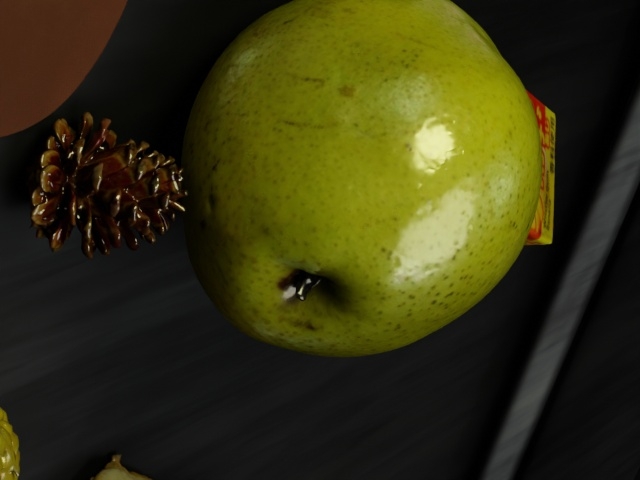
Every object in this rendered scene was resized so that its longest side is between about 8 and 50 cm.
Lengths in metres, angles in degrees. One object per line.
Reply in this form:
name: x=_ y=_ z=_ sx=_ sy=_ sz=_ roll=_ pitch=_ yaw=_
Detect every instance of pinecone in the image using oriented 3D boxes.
pinecone: x=-0.150 y=-0.038 z=1.048 sx=0.109 sy=0.102 sz=0.102 roll=2 pitch=129 yaw=-17

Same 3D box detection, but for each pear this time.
pear: x=0.026 y=-0.047 z=1.120 sx=0.294 sy=0.294 sz=0.294 roll=-38 pitch=150 yaw=-27

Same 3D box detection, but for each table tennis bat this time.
table tennis bat: x=-0.162 y=-0.180 z=0.942 sx=0.154 sy=0.021 sz=0.274 roll=2 pitch=123 yaw=-58

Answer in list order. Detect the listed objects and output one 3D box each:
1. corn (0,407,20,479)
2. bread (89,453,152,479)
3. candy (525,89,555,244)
corn: x=-0.314 y=0.254 z=1.108 sx=0.131 sy=0.131 sz=0.344 roll=-16 pitch=137 yaw=-50
bread: x=-0.171 y=0.388 z=1.401 sx=0.279 sy=0.207 sz=0.279 roll=-50 pitch=154 yaw=-5
candy: x=0.138 y=-0.085 z=1.389 sx=0.276 sy=0.088 sz=0.146 roll=25 pitch=67 yaw=-61
